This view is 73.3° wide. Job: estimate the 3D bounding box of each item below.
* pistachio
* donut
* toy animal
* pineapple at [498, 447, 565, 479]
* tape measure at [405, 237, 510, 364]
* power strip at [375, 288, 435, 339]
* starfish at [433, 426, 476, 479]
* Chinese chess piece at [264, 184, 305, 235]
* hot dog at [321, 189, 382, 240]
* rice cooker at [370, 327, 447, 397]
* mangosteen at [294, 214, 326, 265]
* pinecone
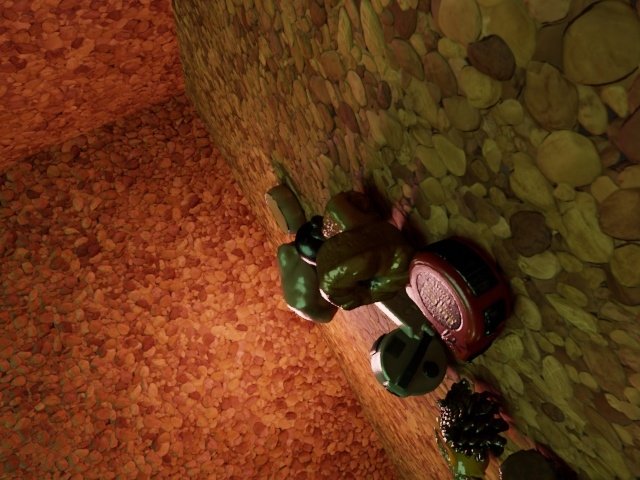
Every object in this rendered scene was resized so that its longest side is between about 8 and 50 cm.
[{"bbox_3d":[-0.061,0.189,2.032,0.445,0.282,0.365,55,150,25],"label":"pistachio"},{"bbox_3d":[0.124,0.077,1.186,0.317,0.300,0.150,-54,49,49],"label":"donut"},{"bbox_3d":[0.478,0.686,1.426,0.229,0.156,0.156,62,166,-18],"label":"toy animal"},{"bbox_3d":[0.571,0.687,1.115,0.340,0.169,0.169,59,168,-30],"label":"pineapple"},{"bbox_3d":[0.309,0.122,0.965,0.253,0.114,0.260,53,161,29],"label":"tape measure"},{"bbox_3d":[0.242,0.198,1.372,0.338,0.098,0.058,42,154,50],"label":"power strip"},{"bbox_3d":[0.567,0.943,1.765,0.358,0.078,0.347,47,163,43],"label":"starfish"},{"bbox_3d":[-0.174,-0.150,2.126,0.257,0.104,0.257,54,164,23],"label":"Chinese chess piece"},{"bbox_3d":[0.096,-0.059,1.270,0.150,0.153,0.256,53,167,14],"label":"hot dog"},{"bbox_3d":[0.274,0.384,1.369,0.226,0.226,0.244,58,167,11],"label":"rice cooker"},{"bbox_3d":[0.000,0.000,1.661,0.209,0.210,0.209,55,165,23],"label":"mangosteen"},{"bbox_3d":[0.425,0.509,1.195,0.212,0.185,0.169,48,155,-17],"label":"pinecone"}]
